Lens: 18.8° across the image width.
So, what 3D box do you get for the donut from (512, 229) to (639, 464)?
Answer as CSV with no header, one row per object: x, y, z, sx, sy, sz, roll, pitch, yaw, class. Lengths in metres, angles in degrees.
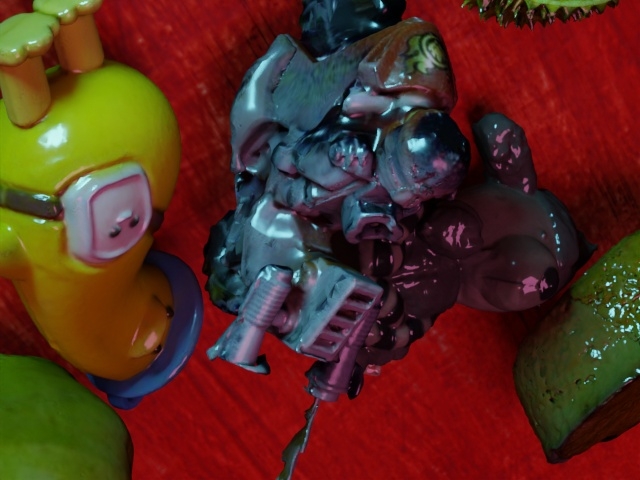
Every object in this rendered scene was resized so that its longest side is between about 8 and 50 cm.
0.267,0.075,1.598,0.272,0.107,0.272,-31,162,-11,donut

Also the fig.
-0.274,0.196,1.437,0.271,0.239,0.239,7,119,-22,fig

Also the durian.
0.158,-0.208,1.450,0.215,0.086,0.100,-7,91,-21,durian

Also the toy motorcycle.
0.000,0.000,1.379,0.134,0.207,0.401,18,100,-43,toy motorcycle

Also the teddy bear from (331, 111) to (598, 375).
0.112,-0.003,1.513,0.251,0.144,0.171,-18,116,-13,teddy bear

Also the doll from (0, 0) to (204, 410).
-0.171,-0.013,1.387,0.199,0.145,0.363,-42,139,-35,doll
